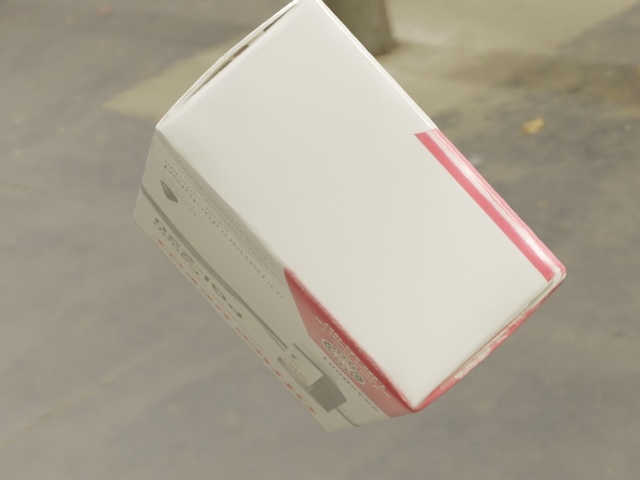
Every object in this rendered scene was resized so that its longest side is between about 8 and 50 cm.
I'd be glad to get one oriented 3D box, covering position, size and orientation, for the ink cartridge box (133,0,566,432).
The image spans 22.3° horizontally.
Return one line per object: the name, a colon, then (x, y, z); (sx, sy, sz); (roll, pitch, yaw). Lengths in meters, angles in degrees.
ink cartridge box: (0.000, 0.000, 0.738); (0.092, 0.158, 0.218); (-42, -1, -11)
